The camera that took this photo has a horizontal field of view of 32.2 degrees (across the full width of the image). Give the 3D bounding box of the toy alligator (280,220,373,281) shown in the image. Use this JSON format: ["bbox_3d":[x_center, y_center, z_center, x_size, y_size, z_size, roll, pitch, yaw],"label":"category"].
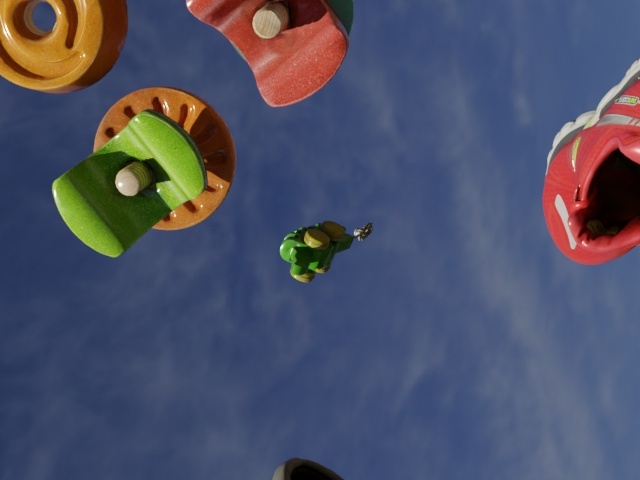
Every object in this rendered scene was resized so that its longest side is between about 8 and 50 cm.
[{"bbox_3d":[0.000,0.000,1.289,0.190,0.051,0.056,-30,-33,-58],"label":"toy alligator"}]

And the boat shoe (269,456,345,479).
[{"bbox_3d":[0.061,0.259,0.694,0.109,0.305,0.091,-13,-49,-46],"label":"boat shoe"}]

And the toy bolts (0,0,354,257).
[{"bbox_3d":[-0.091,-0.136,0.748,0.218,0.228,0.158,55,-163,-10],"label":"toy bolts"}]

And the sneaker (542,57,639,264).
[{"bbox_3d":[0.212,-0.037,0.817,0.118,0.107,0.279,-57,-9,-21],"label":"sneaker"}]
